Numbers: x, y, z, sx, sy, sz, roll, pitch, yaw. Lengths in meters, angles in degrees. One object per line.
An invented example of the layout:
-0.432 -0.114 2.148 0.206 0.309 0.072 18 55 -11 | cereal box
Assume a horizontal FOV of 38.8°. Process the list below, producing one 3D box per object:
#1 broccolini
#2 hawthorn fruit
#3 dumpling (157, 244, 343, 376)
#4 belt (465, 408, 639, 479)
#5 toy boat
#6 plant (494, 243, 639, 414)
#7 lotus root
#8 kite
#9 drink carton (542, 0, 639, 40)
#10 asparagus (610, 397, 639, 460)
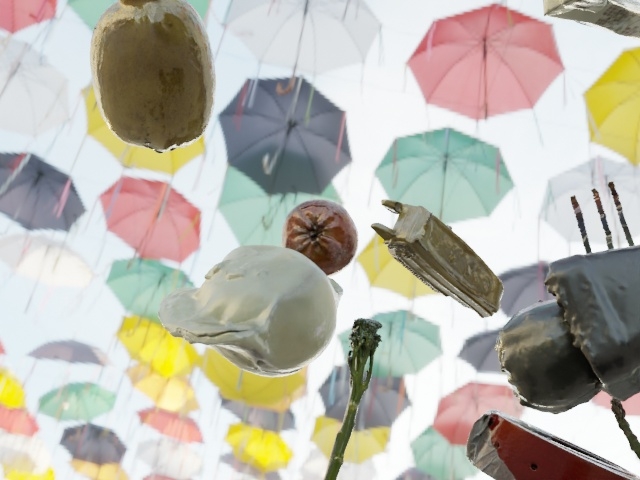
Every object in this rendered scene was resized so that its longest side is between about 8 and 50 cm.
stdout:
0.059 0.364 2.066 0.079 0.392 0.074 17 -10 5 | broccolini
0.000 0.000 1.893 0.173 0.173 0.173 7 -35 5 | hawthorn fruit
-0.136 0.130 1.640 0.315 0.395 0.233 3 -74 22 | dumpling
0.420 0.414 1.626 0.324 0.115 0.227 24 -2 17 | belt
0.201 0.034 1.559 0.115 0.089 0.310 -4 -33 48 | toy boat
0.309 0.088 0.969 0.256 0.142 0.164 -28 -28 12 | plant
-0.250 -0.278 1.343 0.183 0.183 0.310 3 -61 11 | lotus root
0.452 0.034 1.395 0.141 0.245 0.015 -22 -14 37 | kite
0.451 -0.379 1.223 0.324 0.194 0.132 4 -11 -30 | drink carton
0.524 0.344 1.477 0.024 0.025 0.248 -16 -62 42 | asparagus
